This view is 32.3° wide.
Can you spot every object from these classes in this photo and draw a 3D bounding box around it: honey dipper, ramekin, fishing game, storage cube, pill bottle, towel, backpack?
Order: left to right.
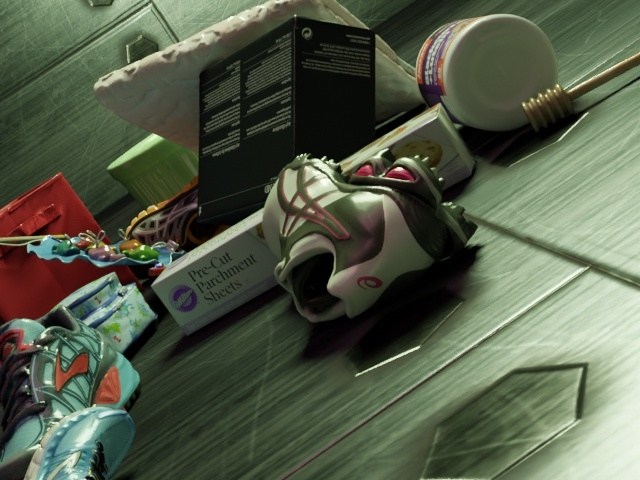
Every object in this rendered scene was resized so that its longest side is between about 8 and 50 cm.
[{"bbox_3d":[-0.386,0.051,1.470,0.183,0.193,0.215,-41,13,-31],"label":"storage cube"},{"bbox_3d":[-0.243,0.094,1.171,0.105,0.084,0.114,-30,14,23],"label":"backpack"},{"bbox_3d":[-0.242,0.005,1.282,0.264,0.041,0.189,8,7,33],"label":"fishing game"},{"bbox_3d":[-0.175,-0.138,1.776,0.303,0.148,0.303,-32,12,8],"label":"ramekin"},{"bbox_3d":[-0.065,-0.197,1.427,0.332,0.053,0.317,-19,-23,27],"label":"towel"},{"bbox_3d":[0.154,-0.166,1.097,0.108,0.108,0.193,-34,11,-1],"label":"pill bottle"},{"bbox_3d":[0.251,-0.142,0.948,0.161,0.030,0.030,-27,13,11],"label":"honey dipper"}]

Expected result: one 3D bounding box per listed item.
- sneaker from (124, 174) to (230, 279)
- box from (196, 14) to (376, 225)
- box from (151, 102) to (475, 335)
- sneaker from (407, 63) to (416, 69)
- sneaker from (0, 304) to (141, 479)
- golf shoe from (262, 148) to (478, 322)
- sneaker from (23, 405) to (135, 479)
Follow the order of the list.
[{"bbox_3d":[-0.188,-0.009,1.473,0.215,0.084,0.083,-40,41,25],"label":"sneaker"},{"bbox_3d":[-0.044,-0.118,1.215,0.103,0.184,0.261,6,-8,-27],"label":"box"},{"bbox_3d":[-0.009,-0.017,1.041,0.324,0.067,0.063,-29,12,18],"label":"box"},{"bbox_3d":[0.074,-0.204,1.580,0.178,0.072,0.077,-20,6,30],"label":"sneaker"},{"bbox_3d":[-0.235,0.130,0.898,0.104,0.125,0.262,-33,11,8],"label":"sneaker"},{"bbox_3d":[0.000,0.000,0.864,0.120,0.105,0.273,-45,14,-19],"label":"golf shoe"},{"bbox_3d":[-0.162,0.172,0.743,0.073,0.063,0.162,-7,27,26],"label":"sneaker"}]
